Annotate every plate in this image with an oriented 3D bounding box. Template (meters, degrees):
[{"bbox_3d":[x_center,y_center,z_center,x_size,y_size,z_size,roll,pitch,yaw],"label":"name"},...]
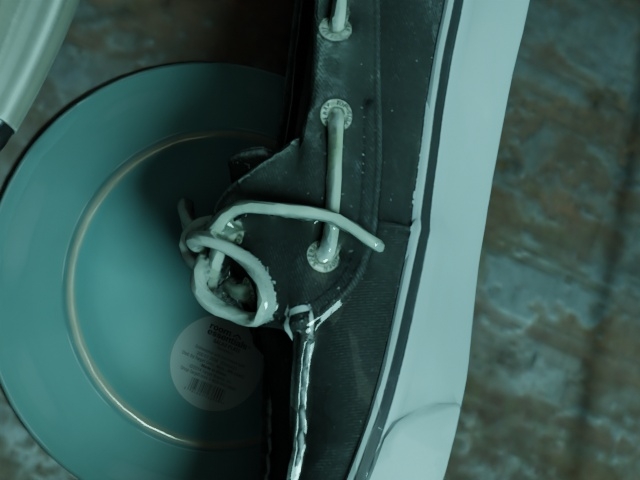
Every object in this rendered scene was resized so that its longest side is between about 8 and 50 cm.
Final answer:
[{"bbox_3d":[-0.041,0.020,0.592,0.188,0.024,0.188,0,89,-19],"label":"plate"}]

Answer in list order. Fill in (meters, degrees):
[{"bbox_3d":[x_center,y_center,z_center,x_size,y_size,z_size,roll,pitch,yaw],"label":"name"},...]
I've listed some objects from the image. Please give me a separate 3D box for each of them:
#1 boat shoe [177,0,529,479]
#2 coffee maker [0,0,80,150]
[{"bbox_3d":[0.001,-0.001,0.536,0.105,0.113,0.306,15,82,-11],"label":"boat shoe"},{"bbox_3d":[-0.179,-0.059,0.513,0.171,0.120,0.178,17,82,6],"label":"coffee maker"}]
